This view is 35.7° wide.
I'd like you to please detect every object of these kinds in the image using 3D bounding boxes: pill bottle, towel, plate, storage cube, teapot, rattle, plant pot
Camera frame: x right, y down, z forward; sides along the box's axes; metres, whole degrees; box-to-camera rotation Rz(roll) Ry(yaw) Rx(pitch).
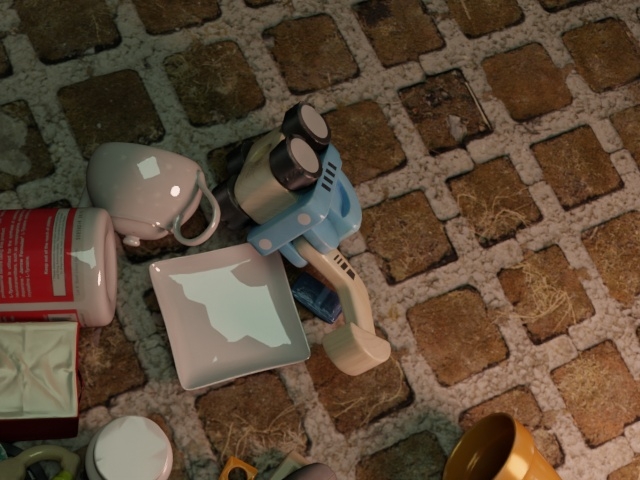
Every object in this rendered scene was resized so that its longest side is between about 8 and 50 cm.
[{"bbox_3d":[-0.598,0.056,1.856,0.408,0.229,0.228,-2,69,-5],"label":"pill bottle"},{"bbox_3d":[-0.006,0.121,2.105,0.119,0.029,0.067,36,64,2],"label":"towel"},{"bbox_3d":[-0.188,0.151,2.039,0.277,0.045,0.277,-12,72,-19],"label":"plate"},{"bbox_3d":[-0.541,0.261,1.823,0.215,0.193,0.183,1,69,-15],"label":"storage cube"},{"bbox_3d":[-0.355,-0.079,1.992,0.253,0.256,0.187,14,79,-24],"label":"teapot"},{"bbox_3d":[-0.346,0.399,1.777,0.153,0.264,0.153,5,68,-12],"label":"pill bottle"},{"bbox_3d":[-0.530,0.442,1.803,0.200,0.142,0.130,0,52,7],"label":"rattle"},{"bbox_3d":[0.381,0.480,1.982,0.188,0.205,0.205,39,64,-15],"label":"plant pot"}]

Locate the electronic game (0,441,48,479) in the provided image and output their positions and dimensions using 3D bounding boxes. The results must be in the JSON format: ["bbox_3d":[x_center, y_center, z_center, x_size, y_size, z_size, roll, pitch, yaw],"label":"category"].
[{"bbox_3d":[-0.605,0.478,1.798,0.229,0.048,0.229,9,64,-19],"label":"electronic game"}]

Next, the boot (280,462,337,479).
[{"bbox_3d":[-0.045,0.495,1.765,0.118,0.223,0.338,51,50,3],"label":"boot"}]

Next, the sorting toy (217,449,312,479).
[{"bbox_3d":[-0.045,0.534,1.923,0.348,0.047,0.196,40,60,3],"label":"sorting toy"}]

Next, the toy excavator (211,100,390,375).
[{"bbox_3d":[0.000,0.000,2.039,0.445,0.222,0.432,45,31,-21],"label":"toy excavator"}]
